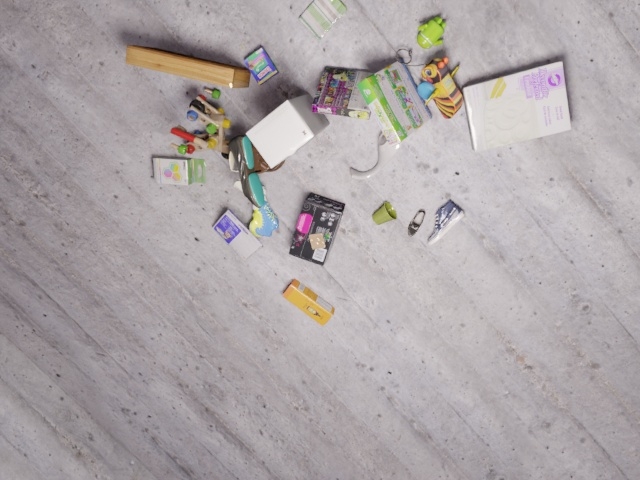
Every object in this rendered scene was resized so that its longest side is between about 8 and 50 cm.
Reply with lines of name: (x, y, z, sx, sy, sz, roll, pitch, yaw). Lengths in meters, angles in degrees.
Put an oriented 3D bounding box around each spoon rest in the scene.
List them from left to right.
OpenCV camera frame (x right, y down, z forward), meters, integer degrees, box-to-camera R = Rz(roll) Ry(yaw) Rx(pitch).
spoon rest: (0.232, -0.335, 1.845, 0.084, 0.137, 0.276, 25, 128, -30)

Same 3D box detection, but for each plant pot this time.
plant pot: (-0.235, -0.338, 1.896, 0.167, 0.165, 0.166, 4, 110, 10)
plant pot: (0.254, -0.102, 1.938, 0.079, 0.083, 0.083, -31, 101, 31)

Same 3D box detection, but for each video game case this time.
video game case: (0.094, -0.539, 1.741, 0.210, 0.232, 0.041, 10, 144, 6)

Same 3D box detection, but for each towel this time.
towel: (0.008, -0.833, 1.755, 0.113, 0.023, 0.152, 45, 110, -7)

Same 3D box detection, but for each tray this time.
tray: (-0.492, -0.660, 1.812, 0.411, 0.203, 0.076, 14, 110, 6)

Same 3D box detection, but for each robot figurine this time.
robot figurine: (0.391, -0.733, 1.694, 0.101, 0.067, 0.115, 30, 114, -33)

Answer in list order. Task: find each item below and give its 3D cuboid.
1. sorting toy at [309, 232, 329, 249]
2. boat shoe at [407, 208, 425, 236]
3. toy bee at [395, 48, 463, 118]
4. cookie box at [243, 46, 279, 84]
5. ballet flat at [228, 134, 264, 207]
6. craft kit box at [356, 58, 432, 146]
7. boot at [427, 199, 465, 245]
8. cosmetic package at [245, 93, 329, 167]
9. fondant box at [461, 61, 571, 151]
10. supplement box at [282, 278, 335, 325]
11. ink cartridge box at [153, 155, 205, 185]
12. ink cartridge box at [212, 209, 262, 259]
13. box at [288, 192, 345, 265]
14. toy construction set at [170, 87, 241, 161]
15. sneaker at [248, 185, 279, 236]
sorting toy: (0.000, 0.000, 1.898, 0.083, 0.012, 0.062, -9, 103, 17)
boat shoe: (0.389, -0.068, 1.940, 0.046, 0.038, 0.125, 28, 111, 0)
toy bee: (0.408, -0.563, 1.682, 0.298, 0.162, 0.195, 25, 79, -18)
cookie box: (-0.228, -0.672, 1.845, 0.092, 0.040, 0.107, -30, 102, 18)
ballet flat: (-0.285, -0.254, 1.803, 0.096, 0.095, 0.280, -9, 97, 24)
craft kit box: (0.272, -0.496, 1.711, 0.061, 0.247, 0.249, -19, 106, 47)
boot: (0.479, -0.072, 1.914, 0.086, 0.069, 0.190, 44, 103, 1)
cosmetic package: (-0.105, -0.408, 1.739, 0.197, 0.365, 0.155, -33, 100, 18)
fondant box: (0.696, -0.476, 1.713, 0.330, 0.096, 0.238, -12, 106, 13)
supplement box: (-0.051, 0.274, 2.120, 0.233, 0.080, 0.078, 38, 112, -2)
ink cartridge box: (-0.600, -0.295, 2.033, 0.209, 0.062, 0.108, 6, 109, 8)
ink cartridge box: (-0.345, -0.028, 2.034, 0.206, 0.045, 0.208, 47, 144, -6)
box: (-0.012, -0.048, 1.967, 0.163, 0.142, 0.247, 19, 112, 2)
toy construction set: (-0.412, -0.404, 1.848, 0.237, 0.309, 0.257, 23, 119, -3)
sneaker: (-0.227, -0.116, 2.018, 0.126, 0.091, 0.240, 13, 123, -4)
